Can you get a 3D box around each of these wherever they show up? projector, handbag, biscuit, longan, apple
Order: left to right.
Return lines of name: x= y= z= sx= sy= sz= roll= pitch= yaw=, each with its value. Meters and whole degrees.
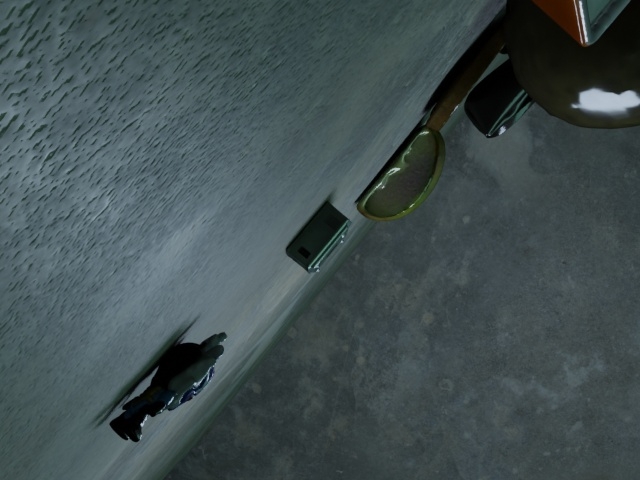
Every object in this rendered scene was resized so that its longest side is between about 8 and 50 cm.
projector: x=0.000 y=0.000 z=1.537 sx=0.115 sy=0.061 sz=0.147 roll=-51 pitch=177 yaw=-4
apple: x=0.206 y=-0.139 z=2.018 sx=0.265 sy=0.120 sz=0.193 roll=-49 pitch=170 yaw=12
biscuit: x=0.302 y=-0.335 z=1.819 sx=0.257 sy=0.049 sz=0.273 roll=-52 pitch=180 yaw=-1
handbag: x=0.425 y=-0.342 z=1.907 sx=0.257 sy=0.113 sz=0.285 roll=-44 pitch=-179 yaw=17
longan: x=0.511 y=-0.390 z=1.506 sx=0.404 sy=0.404 sz=0.435 roll=-48 pitch=-159 yaw=-27

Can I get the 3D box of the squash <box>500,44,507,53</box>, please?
squash: x=0.494 y=-0.503 z=1.887 sx=0.292 sy=0.082 sz=0.082 roll=-31 pitch=-175 yaw=29

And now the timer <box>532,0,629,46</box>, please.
timer: x=0.377 y=-0.430 z=1.146 sx=0.257 sy=0.161 sz=0.250 roll=-50 pitch=167 yaw=-1

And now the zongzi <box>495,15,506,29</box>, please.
zongzi: x=0.405 y=-0.470 z=1.879 sx=0.076 sy=0.040 sz=0.083 roll=-45 pitch=-160 yaw=56

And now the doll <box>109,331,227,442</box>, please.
doll: x=-0.188 y=0.181 z=1.143 sx=0.096 sy=0.070 sz=0.195 roll=-7 pitch=-150 yaw=50
